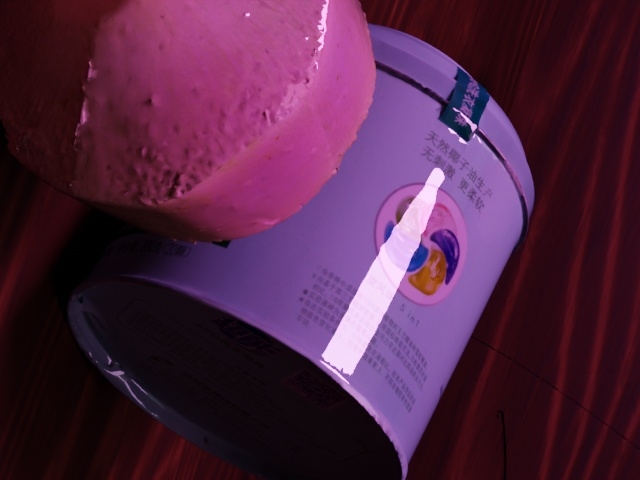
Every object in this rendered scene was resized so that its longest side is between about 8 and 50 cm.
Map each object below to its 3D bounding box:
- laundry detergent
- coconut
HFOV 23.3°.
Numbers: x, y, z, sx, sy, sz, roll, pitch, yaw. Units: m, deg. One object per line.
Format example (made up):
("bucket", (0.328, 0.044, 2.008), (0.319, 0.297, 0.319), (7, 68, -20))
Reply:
("laundry detergent", (0.000, 0.000, 1.213), (0.305, 0.287, 0.287), (-61, 161, -27))
("coconut", (-0.090, -0.125, 0.928), (0.245, 0.233, 0.233), (49, 63, -72))
